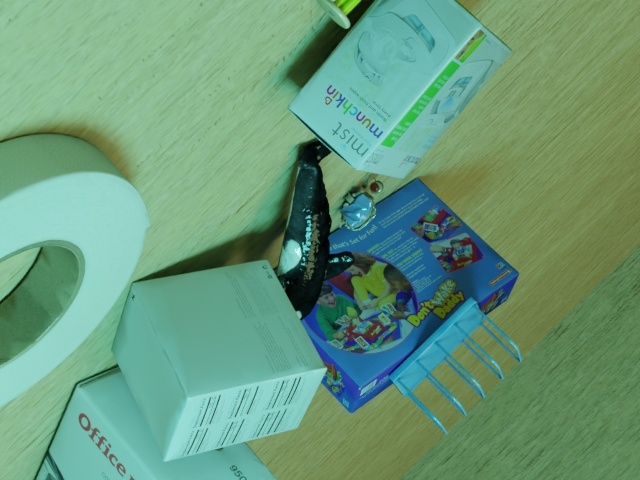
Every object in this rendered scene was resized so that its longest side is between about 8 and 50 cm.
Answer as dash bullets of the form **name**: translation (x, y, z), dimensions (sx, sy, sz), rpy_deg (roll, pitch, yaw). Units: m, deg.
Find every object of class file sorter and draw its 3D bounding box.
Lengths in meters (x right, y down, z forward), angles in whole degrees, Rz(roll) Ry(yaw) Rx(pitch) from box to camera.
- **file sorter**: translation (0.205, 0.190, 2.086), dimensions (0.170, 0.104, 0.118), rpy_deg (-44, 159, -4)

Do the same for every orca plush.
- **orca plush**: translation (0.000, 0.000, 1.949), dimensions (0.151, 0.102, 0.287), rpy_deg (-86, -173, -73)

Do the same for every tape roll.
- **tape roll**: translation (-0.356, 0.055, 1.506), dimensions (0.392, 0.072, 0.392), rpy_deg (-37, 157, -19)

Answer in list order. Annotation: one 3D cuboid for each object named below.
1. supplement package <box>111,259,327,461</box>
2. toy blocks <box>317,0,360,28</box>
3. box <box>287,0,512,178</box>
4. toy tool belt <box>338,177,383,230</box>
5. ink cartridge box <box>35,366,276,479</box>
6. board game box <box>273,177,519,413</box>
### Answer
- **supplement package**: translation (-0.138, 0.156, 1.856), dimensions (0.203, 0.194, 0.149), rpy_deg (-10, 143, -30)
- **toy blocks**: translation (0.057, -0.325, 1.594), dimensions (0.148, 0.054, 0.123), rpy_deg (-45, 158, -3)
- **box**: translation (0.104, -0.205, 1.762), dimensions (0.231, 0.127, 0.262), rpy_deg (-50, 168, 10)
- **toy tool belt**: translation (0.060, -0.053, 2.095), dimensions (0.083, 0.052, 0.051), rpy_deg (-53, 166, 18)
- **ink cartridge box**: translation (-0.263, 0.401, 2.004), dimensions (0.166, 0.285, 0.395), rpy_deg (-20, 147, -46)
- **board game box**: translation (0.101, 0.077, 2.155), dimensions (0.347, 0.233, 0.078), rpy_deg (-32, 156, -29)
